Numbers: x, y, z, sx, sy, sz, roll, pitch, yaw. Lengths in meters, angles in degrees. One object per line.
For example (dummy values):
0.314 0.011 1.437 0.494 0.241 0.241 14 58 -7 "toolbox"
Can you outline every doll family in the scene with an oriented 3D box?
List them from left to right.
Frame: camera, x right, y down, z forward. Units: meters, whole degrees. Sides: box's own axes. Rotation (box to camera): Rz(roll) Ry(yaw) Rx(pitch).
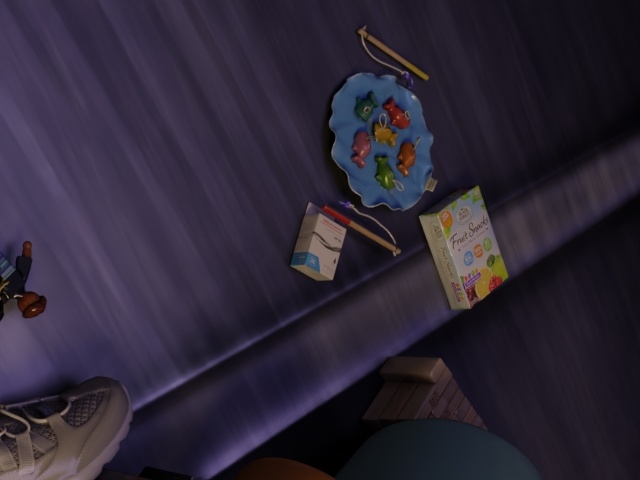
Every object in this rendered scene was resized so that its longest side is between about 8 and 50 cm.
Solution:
-0.309 0.059 0.819 0.111 0.076 0.193 44 62 -9 "doll family"

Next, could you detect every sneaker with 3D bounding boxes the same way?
-0.280 0.174 0.811 0.281 0.105 0.115 -27 111 -40 "sneaker"

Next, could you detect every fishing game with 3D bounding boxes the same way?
0.087 -0.124 1.225 0.189 0.041 0.264 31 62 -35 "fishing game"

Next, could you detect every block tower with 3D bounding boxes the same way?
0.179 0.297 1.246 0.097 0.091 0.335 -51 119 -34 "block tower"

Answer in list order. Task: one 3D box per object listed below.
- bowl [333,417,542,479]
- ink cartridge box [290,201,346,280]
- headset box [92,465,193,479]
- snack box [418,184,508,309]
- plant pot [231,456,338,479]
0.135 0.319 1.096 0.311 0.311 0.163 55 33 -25 "bowl"
0.000 0.000 1.146 0.048 0.028 0.083 30 66 -38 "ink cartridge box"
-0.206 0.311 0.798 0.293 0.218 0.110 -53 122 -31 "headset box"
0.196 0.010 1.322 0.100 0.037 0.141 -33 108 -41 "snack box"
-0.042 0.378 0.900 0.203 0.291 0.291 -36 111 -36 "plant pot"
